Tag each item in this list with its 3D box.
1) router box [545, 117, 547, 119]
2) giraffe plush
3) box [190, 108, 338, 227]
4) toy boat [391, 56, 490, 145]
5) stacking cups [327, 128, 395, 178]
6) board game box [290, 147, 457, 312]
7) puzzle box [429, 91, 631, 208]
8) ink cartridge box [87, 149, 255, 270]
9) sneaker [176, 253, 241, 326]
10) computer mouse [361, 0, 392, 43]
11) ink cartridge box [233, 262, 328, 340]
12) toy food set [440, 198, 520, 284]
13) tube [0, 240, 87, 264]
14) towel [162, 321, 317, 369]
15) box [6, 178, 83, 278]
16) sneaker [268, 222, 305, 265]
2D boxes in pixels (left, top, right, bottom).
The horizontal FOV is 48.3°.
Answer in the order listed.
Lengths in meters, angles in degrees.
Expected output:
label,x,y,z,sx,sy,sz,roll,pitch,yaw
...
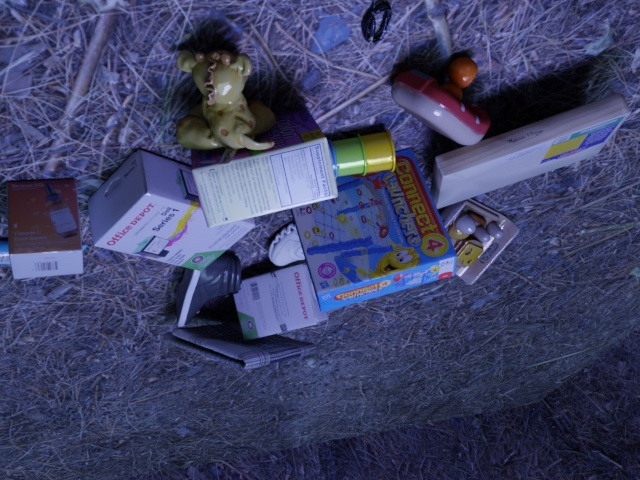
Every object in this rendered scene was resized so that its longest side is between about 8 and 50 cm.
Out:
label,x,y,z,sx,sy,sz,roll,pitch,yaw
router box,0.542,-0.235,1.717,0.123,0.038,0.092,17,137,-44
giraffe plush,-0.171,-0.250,1.230,0.182,0.210,0.170,-10,120,-6
box,-0.112,-0.142,1.338,0.243,0.213,0.117,-13,116,-4
toy boat,0.258,-0.291,1.412,0.231,0.151,0.151,23,103,-48
stacking cups,-0.005,-0.165,1.515,0.317,0.095,0.096,-10,149,-4
board game box,0.103,-0.029,1.568,0.302,0.308,0.086,-16,148,-4
puzzle box,0.447,-0.189,1.583,0.409,0.052,0.272,-19,166,1
ink cartridge box,-0.312,-0.054,1.501,0.278,0.117,0.201,17,136,-44
sneaker,-0.286,0.134,1.837,0.147,0.104,0.295,4,140,-23
computer mouse,0.088,-0.413,1.190,0.071,0.041,0.242,-18,151,0
ink cartridge box,-0.105,0.159,1.860,0.220,0.160,0.093,-15,175,22
toy food set,0.392,0.010,1.928,0.306,0.092,0.219,19,115,-45
tube,-0.623,0.030,1.556,0.207,0.052,0.080,4,149,-41
towel,-0.218,0.271,1.947,0.325,0.056,0.312,10,-174,36
box,-0.534,-0.024,1.384,0.130,0.170,0.091,-5,149,-20
sneaker,0.000,0.000,1.755,0.292,0.118,0.110,-27,150,20
